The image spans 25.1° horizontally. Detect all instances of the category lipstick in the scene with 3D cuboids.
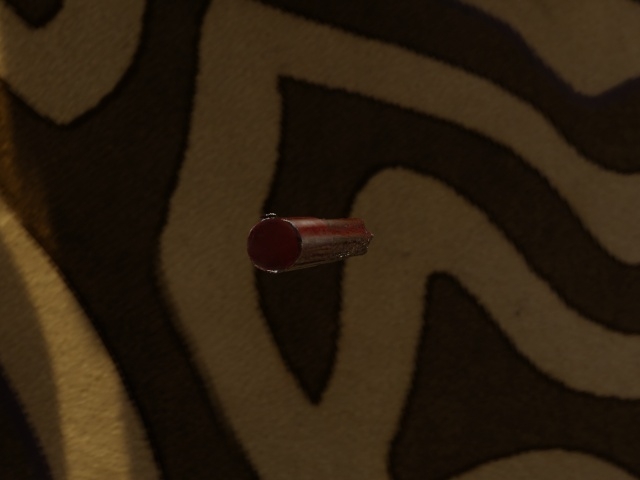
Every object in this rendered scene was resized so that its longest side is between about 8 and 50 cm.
[{"bbox_3d":[0.000,0.001,0.719,0.027,0.176,0.027,0,91,14],"label":"lipstick"}]
